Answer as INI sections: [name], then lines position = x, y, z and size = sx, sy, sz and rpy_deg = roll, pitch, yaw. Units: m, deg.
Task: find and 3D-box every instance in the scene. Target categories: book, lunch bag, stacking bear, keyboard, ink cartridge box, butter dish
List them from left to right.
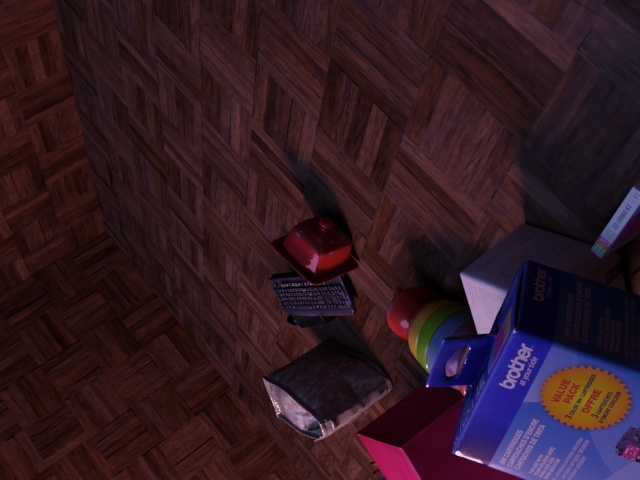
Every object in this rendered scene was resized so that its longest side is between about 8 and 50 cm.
[keyboard]
position = -0.038, 0.102, 2.085
size = 0.317, 0.033, 0.201
rpy_deg = -8, 104, 54
[butter dish]
position = 0.000, 0.000, 1.830
size = 0.160, 0.160, 0.118
rpy_deg = 43, 131, 27
[lunch bag]
position = 0.028, 0.408, 2.180
size = 0.287, 0.235, 0.168
rpy_deg = 17, 131, 57
[stacking bear]
position = 0.240, 0.179, 1.571
size = 0.289, 0.164, 0.175
rpy_deg = 33, 149, 51
[ink cartridge box]
position = 0.347, 0.200, 1.084
size = 0.396, 0.151, 0.270
rpy_deg = 19, 130, 8
[book]
position = 0.397, -0.043, 1.020
size = 0.035, 0.096, 0.144
rpy_deg = 46, 155, 21

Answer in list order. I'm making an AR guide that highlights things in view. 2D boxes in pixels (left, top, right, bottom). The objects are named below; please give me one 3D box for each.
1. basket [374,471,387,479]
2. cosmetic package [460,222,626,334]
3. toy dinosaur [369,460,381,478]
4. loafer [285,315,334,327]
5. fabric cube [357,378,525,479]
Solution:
[basket]
position = 0.227, 0.708, 1.937
size = 0.267, 0.331, 0.328
rpy_deg = 22, 133, 19
[cosmetic package]
position = 0.341, 0.091, 1.243
size = 0.184, 0.151, 0.151
rpy_deg = 26, 144, 51
[toy dinosaur]
position = 0.214, 0.594, 2.230
size = 0.200, 0.127, 0.295
rpy_deg = 39, 148, 48
[loafer]
position = -0.031, 0.207, 2.224
size = 0.080, 0.078, 0.220
rpy_deg = 56, 157, -2
[fabric cube]
position = 0.278, 0.442, 1.692
size = 0.258, 0.259, 0.254
rpy_deg = 58, 163, -3
